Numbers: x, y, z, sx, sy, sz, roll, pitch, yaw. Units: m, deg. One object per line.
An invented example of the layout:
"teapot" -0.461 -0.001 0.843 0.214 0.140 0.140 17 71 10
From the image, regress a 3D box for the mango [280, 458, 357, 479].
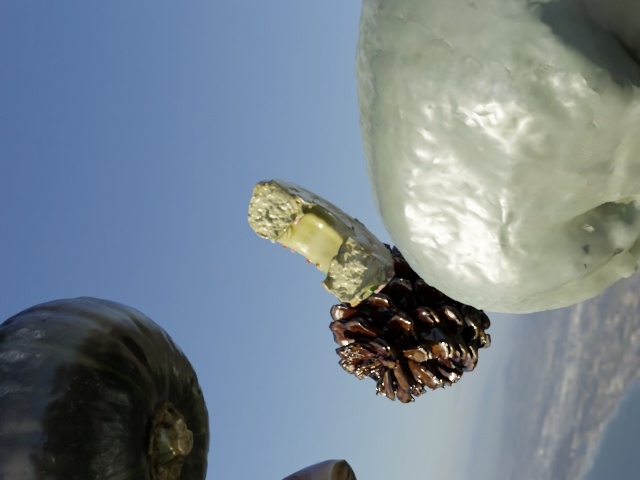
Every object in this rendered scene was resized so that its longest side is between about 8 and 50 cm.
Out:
"mango" -0.045 0.435 1.687 0.287 0.152 0.201 -45 -33 6

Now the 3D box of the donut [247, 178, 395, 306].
"donut" 0.003 0.002 1.223 0.065 0.166 0.108 -56 -13 11

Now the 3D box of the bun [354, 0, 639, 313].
"bun" 0.164 -0.122 0.733 0.354 0.194 0.354 -45 -35 -46

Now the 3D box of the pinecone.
"pinecone" 0.110 0.109 1.587 0.221 0.222 0.221 11 -90 -82

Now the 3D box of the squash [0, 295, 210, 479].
"squash" -0.150 0.126 0.754 0.193 0.156 0.193 -6 -83 -50
